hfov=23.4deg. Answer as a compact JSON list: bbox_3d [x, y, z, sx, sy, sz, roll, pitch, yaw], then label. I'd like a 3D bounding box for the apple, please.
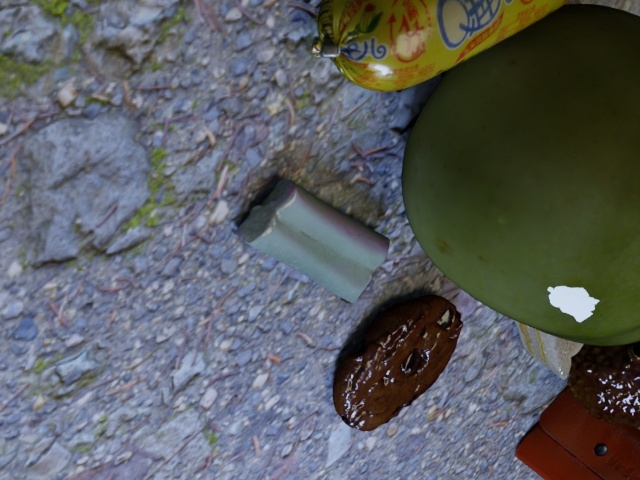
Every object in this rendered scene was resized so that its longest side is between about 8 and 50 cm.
[{"bbox_3d":[0.269,-0.065,1.580,0.357,0.357,0.357,-31,141,-29],"label":"apple"}]

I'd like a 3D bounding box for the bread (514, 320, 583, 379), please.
[{"bbox_3d":[0.275,0.113,1.964,0.152,0.077,0.105,9,113,-51],"label":"bread"}]

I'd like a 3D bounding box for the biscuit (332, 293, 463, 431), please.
[{"bbox_3d":[0.092,0.145,1.803,0.192,0.049,0.192,-30,144,-25],"label":"biscuit"}]

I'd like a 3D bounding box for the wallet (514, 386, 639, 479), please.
[{"bbox_3d":[0.391,0.308,2.168,0.142,0.204,0.045,-47,149,-8],"label":"wallet"}]

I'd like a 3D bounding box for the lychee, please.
[{"bbox_3d":[0.428,0.160,2.092,0.200,0.200,0.238,-51,161,-1],"label":"lychee"}]

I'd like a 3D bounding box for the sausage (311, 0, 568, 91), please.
[{"bbox_3d":[0.135,-0.236,1.431,0.347,0.123,0.123,-31,141,-27],"label":"sausage"}]

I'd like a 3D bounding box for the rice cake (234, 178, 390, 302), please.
[{"bbox_3d":[-0.001,0.000,1.565,0.080,0.042,0.222,-53,146,4],"label":"rice cake"}]
